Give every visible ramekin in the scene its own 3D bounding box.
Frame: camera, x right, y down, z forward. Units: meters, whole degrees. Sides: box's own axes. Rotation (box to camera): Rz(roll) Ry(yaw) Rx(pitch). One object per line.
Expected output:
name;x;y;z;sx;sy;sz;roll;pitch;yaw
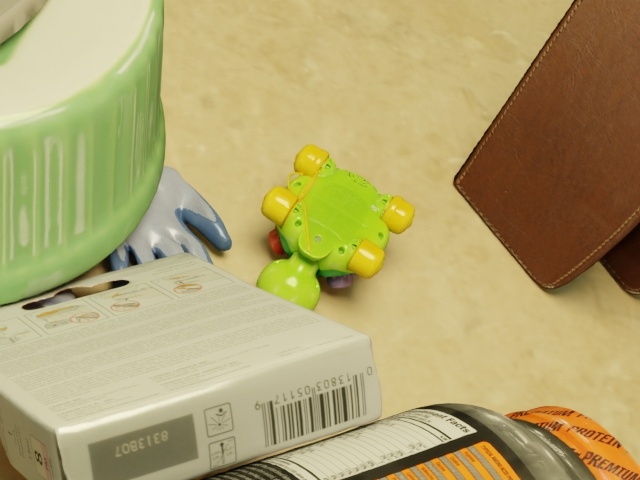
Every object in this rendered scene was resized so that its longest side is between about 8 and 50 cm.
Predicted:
ramekin;-0.241;-0.119;0.905;0.303;0.148;0.303;7;51;-9

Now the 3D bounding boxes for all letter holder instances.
letter holder;0.264;-0.072;1.000;0.152;0.302;0.214;-25;69;-33

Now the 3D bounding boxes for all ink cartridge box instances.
ink cartridge box;-0.104;0.074;0.830;0.189;0.232;0.066;-15;104;-28

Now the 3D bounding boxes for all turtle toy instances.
turtle toy;0.000;0.000;0.995;0.095;0.066;0.130;32;52;4

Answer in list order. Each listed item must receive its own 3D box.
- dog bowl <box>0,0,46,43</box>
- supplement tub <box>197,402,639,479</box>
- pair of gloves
dog bowl;-0.313;-0.237;0.817;0.348;0.102;0.349;8;50;-9
supplement tub;0.015;0.211;0.765;0.338;0.207;0.207;-13;63;-29
pair of gloves;-0.163;-0.004;0.961;0.198;0.023;0.159;-17;65;-28
